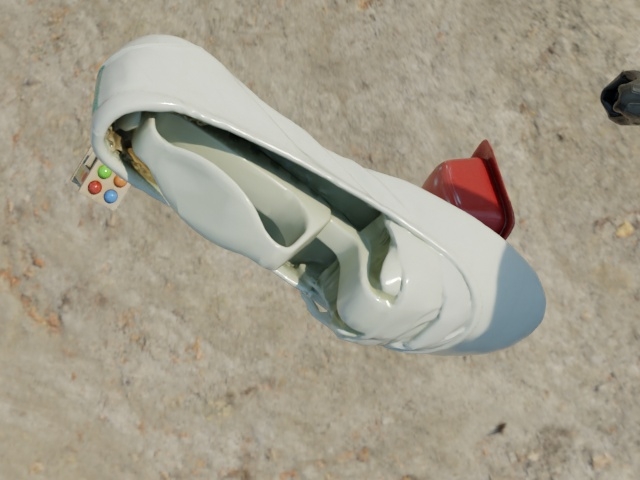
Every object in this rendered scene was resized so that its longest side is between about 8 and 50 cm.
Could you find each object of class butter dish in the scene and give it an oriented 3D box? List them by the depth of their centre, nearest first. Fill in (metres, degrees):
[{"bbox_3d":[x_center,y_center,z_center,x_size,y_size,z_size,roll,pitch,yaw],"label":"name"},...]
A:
[{"bbox_3d":[0.167,-0.037,1.097,0.118,0.160,0.160,6,139,-19],"label":"butter dish"}]

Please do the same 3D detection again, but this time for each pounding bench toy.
[{"bbox_3d":[-0.262,-0.090,1.027,0.052,0.065,0.083,31,92,-33],"label":"pounding bench toy"}]

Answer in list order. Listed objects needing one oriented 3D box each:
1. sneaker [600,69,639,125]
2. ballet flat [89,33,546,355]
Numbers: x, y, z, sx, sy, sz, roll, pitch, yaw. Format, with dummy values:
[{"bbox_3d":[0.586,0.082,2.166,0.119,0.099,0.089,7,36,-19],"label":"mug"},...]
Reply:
[{"bbox_3d":[0.415,-0.185,1.061,0.106,0.234,0.078,11,104,16],"label":"sneaker"},{"bbox_3d":[0.000,0.000,0.616,0.400,0.139,0.139,33,114,-13],"label":"ballet flat"}]
